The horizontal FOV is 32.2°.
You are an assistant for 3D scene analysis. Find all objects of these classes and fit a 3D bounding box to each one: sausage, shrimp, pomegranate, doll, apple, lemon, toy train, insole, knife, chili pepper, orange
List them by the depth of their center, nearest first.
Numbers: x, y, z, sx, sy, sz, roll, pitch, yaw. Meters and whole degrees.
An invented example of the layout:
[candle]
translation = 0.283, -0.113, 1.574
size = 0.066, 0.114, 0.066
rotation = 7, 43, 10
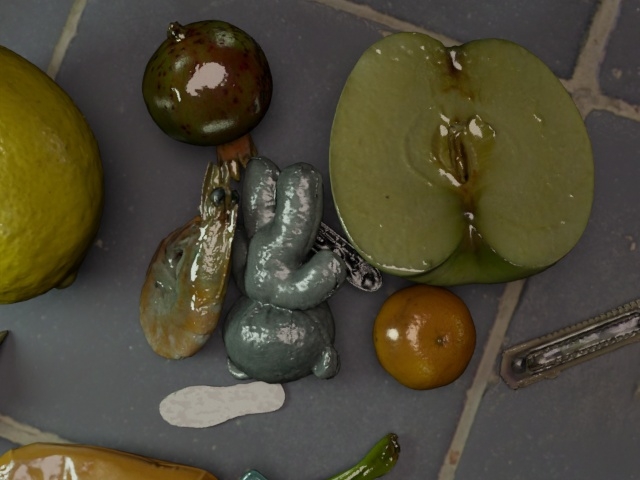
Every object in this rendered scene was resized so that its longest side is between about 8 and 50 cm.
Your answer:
[lemon]
translation = -0.462, -0.072, 1.577
size = 0.364, 0.364, 0.364
rotation = 0, 84, 1
[apple]
translation = 0.200, -0.119, 1.595
size = 0.311, 0.320, 0.360
rotation = -17, 68, 37
[sausage]
translation = -0.318, 0.373, 1.631
size = 0.354, 0.116, 0.134
rotation = 11, 99, 5
[doll]
translation = -0.042, 0.049, 1.633
size = 0.246, 0.158, 0.340
rotation = 5, 92, 40
[orange]
translation = 0.150, 0.142, 1.638
size = 0.159, 0.136, 0.159
rotation = 0, 89, -18
[shrimp]
translation = -0.195, 0.026, 1.640
size = 0.168, 0.077, 0.317
rotation = 26, 104, 36
[pomegranate]
translation = -0.167, -0.205, 1.656
size = 0.198, 0.198, 0.246
rotation = 4, 103, 1
[chili pepper]
translation = 0.035, 0.358, 1.664
size = 0.201, 0.050, 0.052
rotation = -25, 119, -4
[knife]
translation = 0.446, 0.146, 1.682
size = 0.365, 0.043, 0.089
rotation = -18, 83, -1
[insole]
translation = -0.150, 0.248, 1.694
size = 0.193, 0.006, 0.065
rotation = -10, 84, -1
[toy train]
translation = 0.000, 0.000, 1.695
size = 0.234, 0.051, 0.052
rotation = 38, 87, 4

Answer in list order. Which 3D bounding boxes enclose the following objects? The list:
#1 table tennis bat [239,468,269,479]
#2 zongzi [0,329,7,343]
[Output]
[table tennis bat]
translation = -0.023, 0.413, 1.632
size = 0.237, 0.038, 0.149
rotation = 37, 97, -16
[zongzi]
translation = -0.570, 0.243, 1.680
size = 0.094, 0.204, 0.205
rotation = 31, 123, 20
